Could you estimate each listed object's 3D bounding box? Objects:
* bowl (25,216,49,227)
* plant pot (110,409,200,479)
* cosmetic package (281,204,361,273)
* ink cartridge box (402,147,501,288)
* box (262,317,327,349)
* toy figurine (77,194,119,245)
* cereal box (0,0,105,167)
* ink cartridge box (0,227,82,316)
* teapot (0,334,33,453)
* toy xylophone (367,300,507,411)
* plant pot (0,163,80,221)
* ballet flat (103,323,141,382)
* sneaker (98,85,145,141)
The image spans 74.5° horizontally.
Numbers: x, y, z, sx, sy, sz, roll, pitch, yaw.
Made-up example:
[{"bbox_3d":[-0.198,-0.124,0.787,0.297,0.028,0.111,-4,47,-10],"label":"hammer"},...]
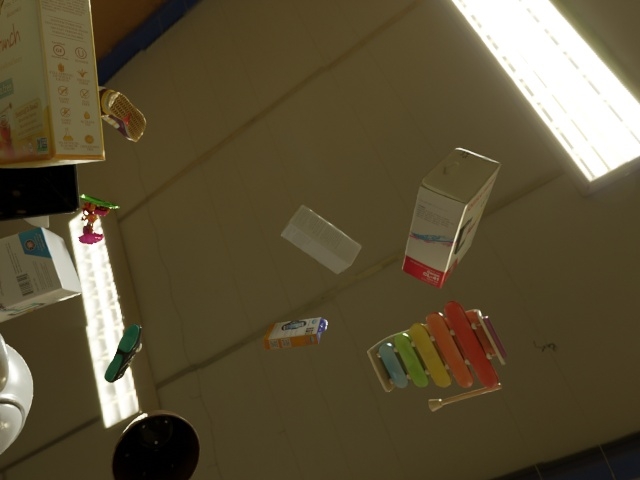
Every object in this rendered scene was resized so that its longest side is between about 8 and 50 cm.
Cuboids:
[{"bbox_3d":[-0.683,-0.113,0.994,0.142,0.053,0.142,54,-42,34],"label":"bowl"},{"bbox_3d":[-0.463,0.567,1.184,0.230,0.216,0.215,166,-70,-67],"label":"plant pot"},{"bbox_3d":[0.000,0.000,1.333,0.231,0.117,0.085,35,-118,-7],"label":"cosmetic package"},{"bbox_3d":[0.345,-0.057,1.138,0.131,0.306,0.226,29,-129,24],"label":"ink cartridge box"},{"bbox_3d":[-0.051,0.204,0.928,0.136,0.081,0.028,-7,-76,10],"label":"box"},{"bbox_3d":[-0.797,-0.065,1.459,0.173,0.130,0.159,19,-87,40],"label":"toy figurine"},{"bbox_3d":[-0.260,-0.187,0.369,0.173,0.047,0.239,4,-80,38],"label":"cereal box"},{"bbox_3d":[-0.903,0.111,1.244,0.270,0.197,0.198,-21,-95,-17],"label":"ink cartridge box"},{"bbox_3d":[-0.604,0.297,0.711,0.187,0.255,0.252,28,-124,27],"label":"teapot"},{"bbox_3d":[0.286,0.286,0.993,0.323,0.081,0.236,-37,-99,31],"label":"toy xylophone"},{"bbox_3d":[-0.520,-0.150,0.674,0.167,0.188,0.187,33,-57,37],"label":"plant pot"},{"bbox_3d":[-0.645,0.375,1.402,0.074,0.074,0.203,18,-104,29],"label":"ballet flat"},{"bbox_3d":[-0.488,-0.306,1.006,0.084,0.185,0.069,23,-106,5],"label":"sneaker"}]
